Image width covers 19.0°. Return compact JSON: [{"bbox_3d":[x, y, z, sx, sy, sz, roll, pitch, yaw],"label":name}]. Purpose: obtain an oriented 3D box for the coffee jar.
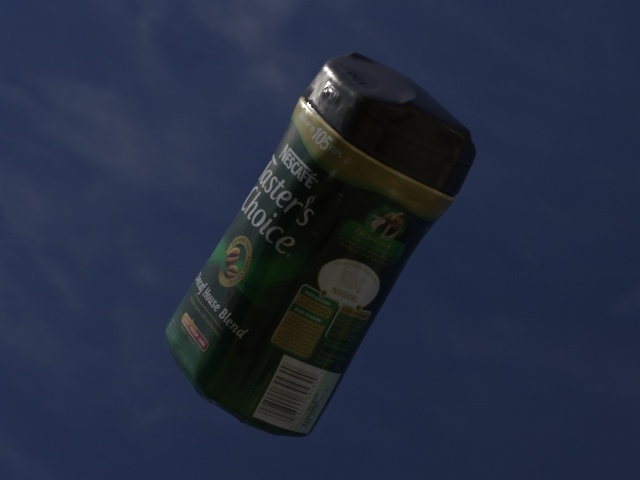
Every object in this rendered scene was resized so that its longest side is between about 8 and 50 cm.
[{"bbox_3d":[0.000,0.000,0.958,0.079,0.096,0.184,25,-78,-30],"label":"coffee jar"}]
